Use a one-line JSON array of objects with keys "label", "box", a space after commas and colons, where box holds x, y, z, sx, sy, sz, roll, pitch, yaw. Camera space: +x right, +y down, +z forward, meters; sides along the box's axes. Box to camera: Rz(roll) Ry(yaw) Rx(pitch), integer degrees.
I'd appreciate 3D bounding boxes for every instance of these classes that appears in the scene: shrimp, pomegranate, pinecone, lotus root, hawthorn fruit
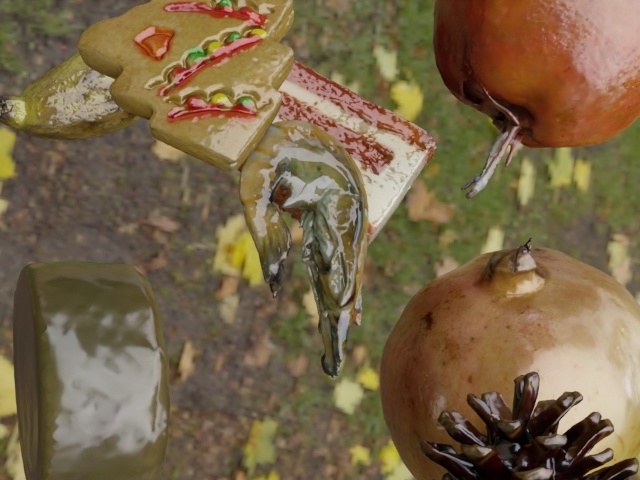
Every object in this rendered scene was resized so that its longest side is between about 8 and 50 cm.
[{"label": "shrimp", "box": [-0.013, -0.008, 1.279, 0.145, 0.059, 0.254, 28, 51, -31]}, {"label": "pomegranate", "box": [0.229, 0.143, 1.627, 0.338, 0.338, 0.338, -19, 114, -51]}, {"label": "pinecone", "box": [0.194, 0.255, 1.338, 0.264, 0.264, 0.264, -19, 114, -51]}, {"label": "lotus root", "box": [-0.283, -0.164, 1.616, 0.191, 0.108, 0.094, -24, 146, -14]}, {"label": "hawthorn fruit", "box": [0.185, -0.164, 1.120, 0.211, 0.211, 0.299, 41, 70, -51]}]

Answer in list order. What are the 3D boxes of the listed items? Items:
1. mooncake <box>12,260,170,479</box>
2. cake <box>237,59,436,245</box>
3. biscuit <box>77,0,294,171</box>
[{"label": "mooncake", "box": [-0.265, 0.164, 1.619, 0.156, 0.284, 0.284, 0, 101, -20]}, {"label": "cake", "box": [0.001, -0.108, 1.617, 0.262, 0.160, 0.158, 38, 72, -24]}, {"label": "biscuit", "box": [-0.111, -0.161, 1.316, 0.212, 0.238, 0.041, -13, 142, -11]}]
